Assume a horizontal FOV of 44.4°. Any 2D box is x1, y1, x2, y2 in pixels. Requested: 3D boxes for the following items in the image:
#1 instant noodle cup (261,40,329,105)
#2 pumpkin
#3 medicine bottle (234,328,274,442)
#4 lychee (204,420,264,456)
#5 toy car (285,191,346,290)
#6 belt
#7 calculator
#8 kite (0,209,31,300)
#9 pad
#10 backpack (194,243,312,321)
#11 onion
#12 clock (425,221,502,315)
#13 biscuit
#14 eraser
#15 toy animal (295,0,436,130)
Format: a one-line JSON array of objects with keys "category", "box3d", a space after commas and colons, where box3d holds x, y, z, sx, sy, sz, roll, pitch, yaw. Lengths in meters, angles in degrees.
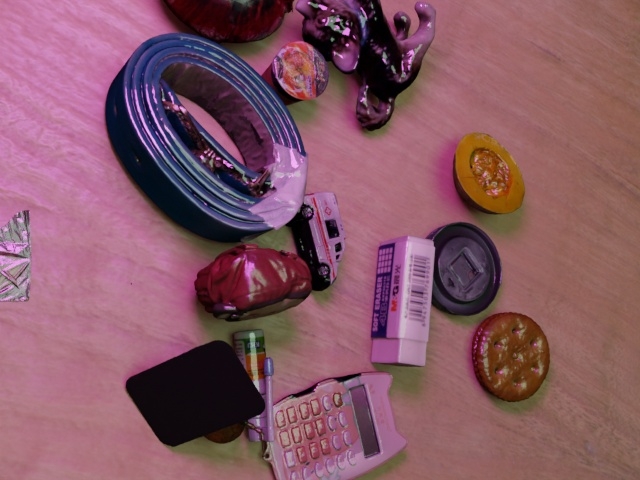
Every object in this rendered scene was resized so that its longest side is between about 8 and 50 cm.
[{"category": "instant noodle cup", "box3d": [-0.067, -0.339, 1.655, 0.127, 0.136, 0.127, 4, 82, -27]}, {"category": "pumpkin", "box3d": [0.387, -0.148, 1.904, 0.217, 0.110, 0.217, 10, 67, -23]}, {"category": "medicine bottle", "box3d": [-0.125, 0.289, 1.564, 0.061, 0.092, 0.220, -2, 84, -39]}, {"category": "lychee", "box3d": [-0.179, 0.345, 1.521, 0.140, 0.101, 0.114, 1, 117, -12]}, {"category": "toy car", "box3d": [0.000, 0.000, 1.675, 0.108, 0.089, 0.209, -13, 86, -34]}, {"category": "belt", "box3d": [-0.215, -0.195, 1.536, 0.436, 0.173, 0.300, 50, 61, -14]}, {"category": "calculator", "box3d": [0.024, 0.403, 1.659, 0.330, 0.048, 0.220, -13, 90, -27]}, {"category": "kite", "box3d": [-0.607, 0.016, 1.388, 0.229, 0.012, 0.250, -45, 103, -27]}, {"category": "pad", "box3d": [-0.264, 0.210, 1.451, 0.055, 0.250, 0.323, -10, 77, -66]}, {"category": "backpack", "box3d": [-0.140, 0.083, 1.517, 0.229, 0.229, 0.138, -8, 85, -29]}, {"category": "onion", "box3d": [-0.179, -0.547, 1.568, 0.314, 0.232, 0.313, 1, 88, -22]}, {"category": "clock", "box3d": [0.332, 0.068, 1.868, 0.226, 0.049, 0.226, 4, 81, -27]}, {"category": "biscuit", "box3d": [0.459, 0.280, 1.899, 0.221, 0.066, 0.220, 3, 82, -25]}, {"category": "eraser", "box3d": [0.180, 0.136, 1.732, 0.081, 0.124, 0.278, 11, 77, -26]}, {"category": "toy animal", "box3d": [0.081, -0.425, 1.709, 0.344, 0.194, 0.302, 23, 87, -35]}]
